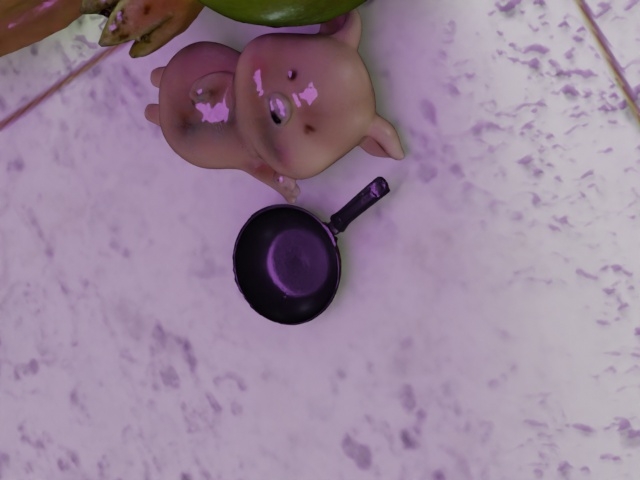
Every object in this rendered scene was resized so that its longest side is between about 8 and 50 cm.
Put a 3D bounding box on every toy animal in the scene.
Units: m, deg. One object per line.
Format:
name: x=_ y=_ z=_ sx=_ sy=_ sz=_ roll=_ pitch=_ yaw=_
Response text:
toy animal: x=-0.032 y=-0.078 z=0.768 sx=0.150 sy=0.089 sz=0.083 roll=2 pitch=133 yaw=23

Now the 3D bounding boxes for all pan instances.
pan: x=0.001 y=0.000 z=0.787 sx=0.115 sy=0.023 sz=0.068 roll=-38 pitch=80 yaw=28

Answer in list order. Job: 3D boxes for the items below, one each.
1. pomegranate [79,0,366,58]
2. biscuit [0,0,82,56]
pomegranate: x=-0.040 y=-0.172 z=0.710 sx=0.205 sy=0.159 sz=0.159 roll=-38 pitch=80 yaw=24
biscuit: x=-0.245 y=-0.240 z=0.700 sx=0.385 sy=0.062 sz=0.365 roll=-20 pitch=127 yaw=-4
